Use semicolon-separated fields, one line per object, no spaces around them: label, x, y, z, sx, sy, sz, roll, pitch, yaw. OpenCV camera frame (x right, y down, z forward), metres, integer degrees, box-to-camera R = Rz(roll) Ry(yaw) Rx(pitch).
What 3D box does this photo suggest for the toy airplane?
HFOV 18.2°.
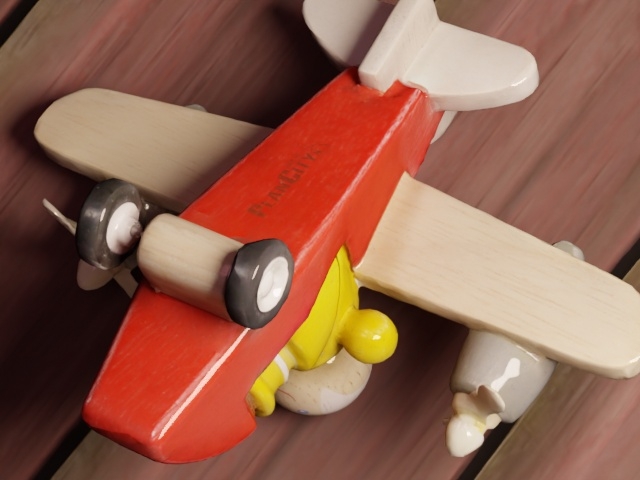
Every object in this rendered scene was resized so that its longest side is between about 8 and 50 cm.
toy airplane;0.000;0.000;1.428;0.384;0.272;0.386;-11;41;-8
